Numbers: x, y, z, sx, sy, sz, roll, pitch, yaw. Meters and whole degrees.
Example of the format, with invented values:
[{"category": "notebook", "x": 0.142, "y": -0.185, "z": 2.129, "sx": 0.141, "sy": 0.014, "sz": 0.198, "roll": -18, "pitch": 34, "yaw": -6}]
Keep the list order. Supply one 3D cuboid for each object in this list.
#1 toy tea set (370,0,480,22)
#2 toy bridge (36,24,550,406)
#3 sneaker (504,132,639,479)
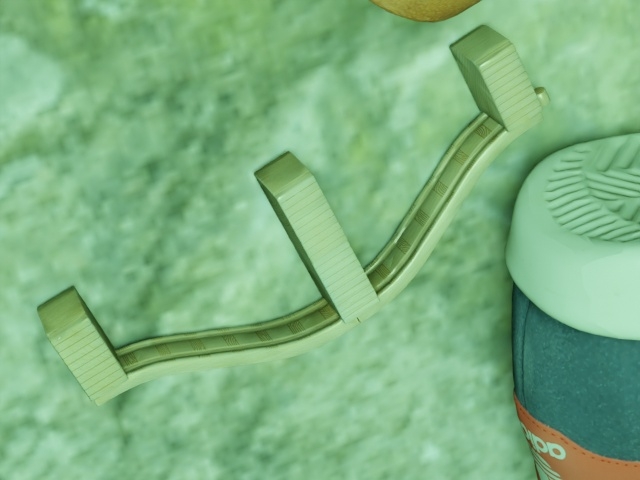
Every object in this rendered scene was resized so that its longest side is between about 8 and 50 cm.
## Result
[{"category": "toy tea set", "x": -0.043, "y": -0.192, "z": 0.414, "sx": 0.336, "sy": 0.200, "sz": 0.124, "roll": 25, "pitch": 136, "yaw": -28}, {"category": "toy bridge", "x": 0.000, "y": 0.000, "z": 0.617, "sx": 0.188, "sy": 0.026, "sz": 0.063, "roll": -32, "pitch": 121, "yaw": -7}, {"category": "sneaker", "x": 0.230, "y": 0.031, "z": 0.672, "sx": 0.350, "sy": 0.131, "sz": 0.148, "roll": -5, "pitch": 118, "yaw": -12}]
